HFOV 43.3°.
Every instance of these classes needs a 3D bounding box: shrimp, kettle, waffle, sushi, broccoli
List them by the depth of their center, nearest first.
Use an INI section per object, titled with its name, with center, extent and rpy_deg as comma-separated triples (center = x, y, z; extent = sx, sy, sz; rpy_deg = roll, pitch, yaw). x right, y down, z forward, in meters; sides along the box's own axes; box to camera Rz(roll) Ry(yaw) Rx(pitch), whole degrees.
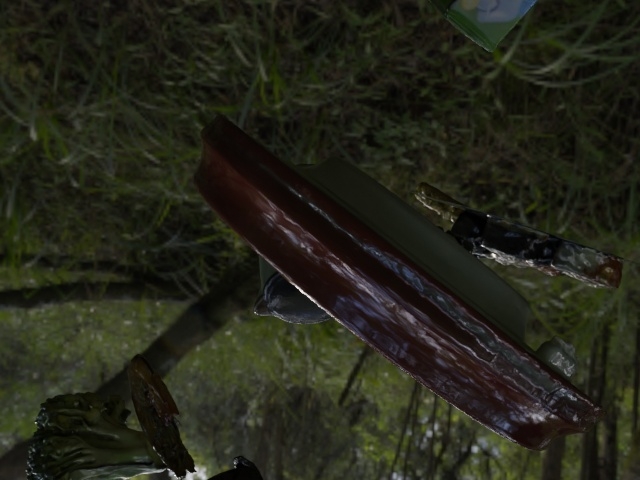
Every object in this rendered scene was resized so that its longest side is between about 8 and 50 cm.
[sushi]
center = 0.297, 0.019, 1.150
extent = 0.339, 0.068, 0.320
rpy_deg = 16, -175, -19
[kettle]
center = 0.000, 0.000, 1.352
extent = 0.240, 0.255, 0.165
rpy_deg = -18, 129, 13
[shrimp]
center = -0.284, 0.309, 1.428
extent = 0.068, 0.248, 0.150
rpy_deg = -21, 153, -26
[broccoli]
center = -0.420, 0.388, 1.504
extent = 0.246, 0.248, 0.288
rpy_deg = -12, -145, -2
[waffle]
center = 0.258, -0.055, 1.549
extent = 0.161, 0.046, 0.192
rpy_deg = 26, -171, -33

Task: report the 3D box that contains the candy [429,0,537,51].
[candy]
center = 0.135, -0.227, 0.505
extent = 0.062, 0.194, 0.097
rpy_deg = 22, -152, -43

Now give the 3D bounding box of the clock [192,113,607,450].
[clock]
center = 0.054, 0.016, 0.543
extent = 0.318, 0.080, 0.318
rpy_deg = 37, -175, -4

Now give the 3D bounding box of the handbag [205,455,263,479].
[handbag]
center = -0.138, 0.489, 1.151
extent = 0.192, 0.332, 0.075
rpy_deg = -4, 161, -35
